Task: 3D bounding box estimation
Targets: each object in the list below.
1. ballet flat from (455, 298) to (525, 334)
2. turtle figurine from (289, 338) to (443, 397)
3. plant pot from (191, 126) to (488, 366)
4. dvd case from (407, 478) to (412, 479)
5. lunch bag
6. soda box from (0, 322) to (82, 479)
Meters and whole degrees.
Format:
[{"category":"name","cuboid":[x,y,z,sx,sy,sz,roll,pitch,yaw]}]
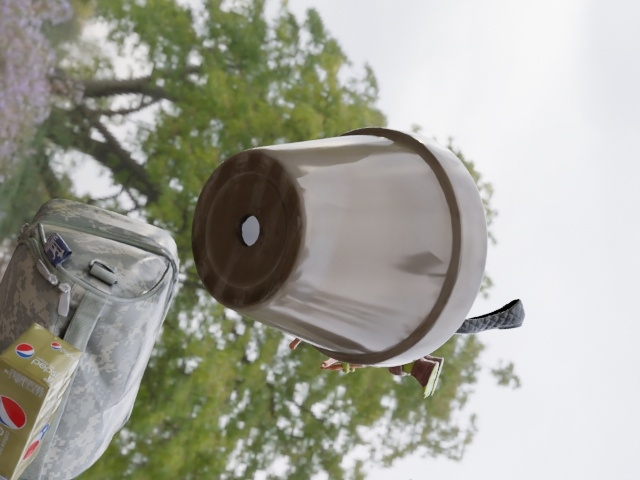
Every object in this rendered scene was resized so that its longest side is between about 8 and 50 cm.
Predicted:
[{"category":"ballet flat","cuboid":[0.263,0.130,1.617,0.057,0.173,0.049,-177,-98,-72]},{"category":"turtle figurine","cuboid":[0.078,0.174,1.492,0.269,0.217,0.087,62,47,-71]},{"category":"plant pot","cuboid":[0.000,0.000,1.213,0.323,0.280,0.323,-5,-98,41]},{"category":"dvd case","cuboid":[0.174,0.477,1.630,0.087,0.013,0.119,-136,-147,-60]},{"category":"lunch bag","cuboid":[-0.307,0.123,1.195,0.256,0.212,0.305,-110,-139,-67]},{"category":"soda box","cuboid":[-0.299,0.168,0.957,0.181,0.058,0.061,-58,179,36]}]
